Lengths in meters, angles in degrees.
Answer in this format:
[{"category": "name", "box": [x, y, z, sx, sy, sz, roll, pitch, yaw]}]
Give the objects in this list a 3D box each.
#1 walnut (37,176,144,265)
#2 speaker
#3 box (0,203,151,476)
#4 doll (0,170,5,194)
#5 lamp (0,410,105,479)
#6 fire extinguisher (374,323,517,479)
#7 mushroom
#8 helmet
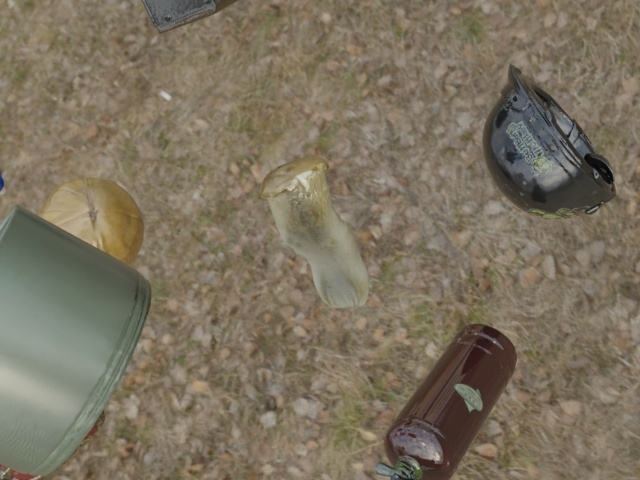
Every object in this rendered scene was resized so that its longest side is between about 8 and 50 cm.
[{"category": "walnut", "box": [-0.356, -0.013, 1.222, 0.197, 0.165, 0.165, -23, 52, 64]}, {"category": "speaker", "box": [-0.224, -0.522, 1.514, 0.192, 0.153, 0.231, -9, 26, 36]}, {"category": "box", "box": [-0.288, 0.098, 0.770, 0.226, 0.149, 0.226, -45, 25, 28]}, {"category": "doll", "box": [-0.551, -0.105, 1.292, 0.058, 0.099, 0.143, -41, 35, -6]}, {"category": "lamp", "box": [-0.599, 0.410, 1.718, 0.274, 0.177, 0.177, -42, 52, 4]}, {"category": "fire extinguisher", "box": [0.194, 0.269, 1.191, 0.135, 0.114, 0.337, 15, 39, 31]}, {"category": "mushroom", "box": [0.004, 0.000, 0.720, 0.059, 0.202, 0.054, -9, 51, 17]}, {"category": "helmet", "box": [0.358, -0.145, 1.323, 0.160, 0.230, 0.279, -44, 73, 25]}]
